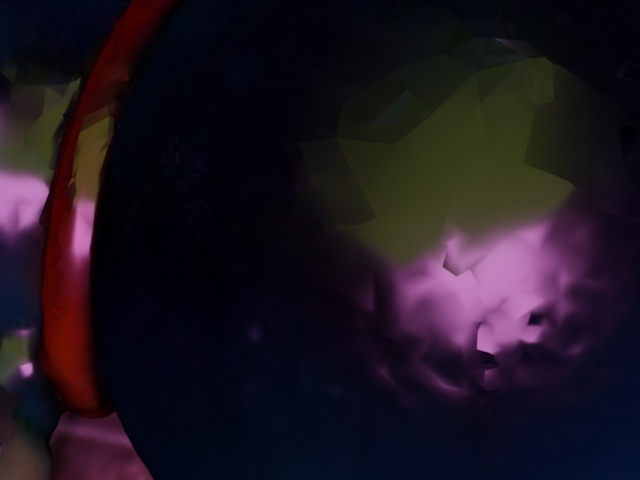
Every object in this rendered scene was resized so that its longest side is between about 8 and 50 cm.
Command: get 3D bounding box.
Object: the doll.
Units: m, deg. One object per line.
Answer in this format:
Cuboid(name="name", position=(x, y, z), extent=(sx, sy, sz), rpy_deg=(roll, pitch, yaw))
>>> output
Cuboid(name="doll", position=(0.000, -0.001, 0.457), extent=(0.322, 0.186, 0.198), rpy_deg=(6, 66, 12))
